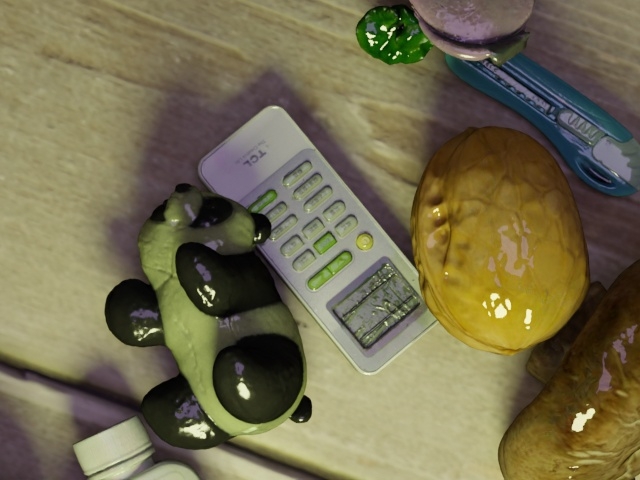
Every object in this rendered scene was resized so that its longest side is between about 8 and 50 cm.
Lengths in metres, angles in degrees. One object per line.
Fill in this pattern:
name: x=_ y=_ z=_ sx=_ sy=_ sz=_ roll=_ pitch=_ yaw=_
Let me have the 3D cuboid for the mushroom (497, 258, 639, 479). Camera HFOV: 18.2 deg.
mushroom: x=0.251 y=0.113 z=1.731 sx=0.156 sy=0.151 sz=0.286 roll=40 pitch=100 yaw=21

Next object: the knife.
knife: x=0.208 y=-0.118 z=1.829 sx=0.222 sy=0.031 sz=0.064 roll=36 pitch=88 yaw=-2

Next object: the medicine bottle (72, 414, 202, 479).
medicine bottle: x=-0.151 y=0.248 z=1.755 sx=0.119 sy=0.069 sz=0.183 roll=-24 pitch=88 yaw=-4

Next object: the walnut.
walnut: x=0.154 y=-0.002 z=1.751 sx=0.159 sy=0.159 sz=0.207 roll=-9 pitch=77 yaw=-6

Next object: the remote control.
remote control: x=0.000 y=0.000 z=1.801 sx=0.103 sy=0.034 sz=0.250 roll=-38 pitch=91 yaw=-6

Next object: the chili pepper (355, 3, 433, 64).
chili pepper: x=0.150 y=-0.235 z=1.797 sx=0.257 sy=0.100 sz=0.074 roll=-37 pitch=72 yaw=-5

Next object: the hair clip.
hair clip: x=0.086 y=-0.310 z=1.755 sx=0.110 sy=0.095 sz=0.359 roll=-12 pitch=62 yaw=-47

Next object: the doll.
doll: x=-0.094 y=0.067 z=1.743 sx=0.135 sy=0.143 sz=0.234 roll=-21 pitch=86 yaw=-50
